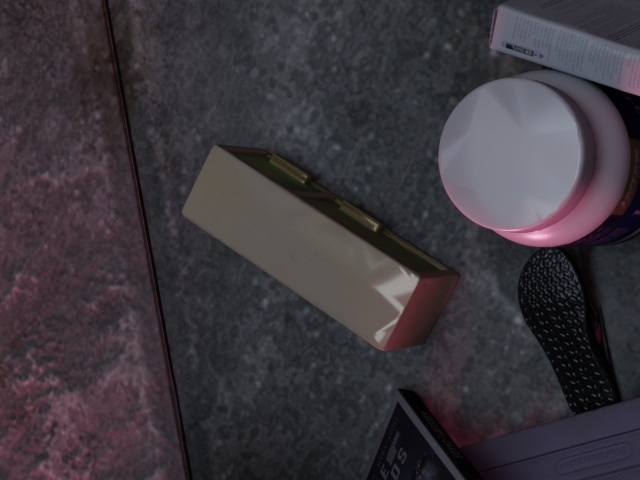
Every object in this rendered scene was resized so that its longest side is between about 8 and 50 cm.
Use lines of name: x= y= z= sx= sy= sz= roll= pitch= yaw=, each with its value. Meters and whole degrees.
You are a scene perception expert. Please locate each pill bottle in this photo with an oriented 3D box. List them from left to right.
pill bottle: x=0.211 y=-0.069 z=1.265 sx=0.153 sy=0.265 sz=0.153 roll=1 pitch=91 yaw=28

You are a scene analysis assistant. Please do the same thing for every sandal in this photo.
sandal: x=0.240 y=0.089 z=1.385 sx=0.067 sy=0.040 sz=0.179 roll=-17 pitch=97 yaw=33

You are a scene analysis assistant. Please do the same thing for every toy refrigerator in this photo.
toy refrigerator: x=0.000 y=0.000 z=1.473 sx=0.269 sy=0.102 sz=0.094 roll=33 pitch=105 yaw=25

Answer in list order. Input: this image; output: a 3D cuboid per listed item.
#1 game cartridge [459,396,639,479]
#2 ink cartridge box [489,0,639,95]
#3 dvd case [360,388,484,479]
game cartridge: x=0.260 y=0.260 z=1.296 sx=0.355 sy=0.068 sz=0.230 roll=-20 pitch=51 yaw=27
ink cartridge box: x=0.295 y=-0.176 z=1.247 sx=0.224 sy=0.223 sz=0.045 roll=22 pitch=121 yaw=28
dvd case: x=0.085 y=0.267 z=1.381 sx=0.238 sy=0.030 sz=0.179 roll=-131 pitch=60 yaw=-68
